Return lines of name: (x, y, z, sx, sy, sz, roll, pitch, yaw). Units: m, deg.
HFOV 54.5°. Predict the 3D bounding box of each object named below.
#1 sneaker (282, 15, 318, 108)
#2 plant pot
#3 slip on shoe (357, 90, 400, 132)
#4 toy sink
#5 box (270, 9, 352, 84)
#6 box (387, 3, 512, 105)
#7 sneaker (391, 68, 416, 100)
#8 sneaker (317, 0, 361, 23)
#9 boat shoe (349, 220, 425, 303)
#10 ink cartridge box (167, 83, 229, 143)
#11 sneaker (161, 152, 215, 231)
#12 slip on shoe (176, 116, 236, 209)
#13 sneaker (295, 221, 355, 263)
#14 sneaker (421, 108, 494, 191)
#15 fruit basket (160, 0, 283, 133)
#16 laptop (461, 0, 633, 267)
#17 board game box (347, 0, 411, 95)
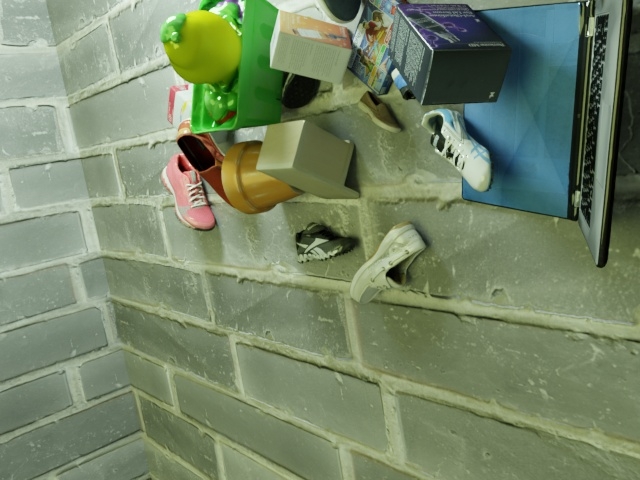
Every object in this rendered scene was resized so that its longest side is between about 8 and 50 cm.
sneaker: (-0.047, -0.453, 1.595, 0.097, 0.084, 0.235, -110, 31, -45)
plant pot: (-0.133, -0.181, 1.703, 0.188, 0.205, 0.205, -4, 100, 36)
slip on shoe: (0.139, -0.296, 1.430, 0.135, 0.051, 0.041, 50, 125, 35)
toy sink: (-0.014, -0.201, 1.563, 0.152, 0.234, 0.131, 6, 78, 51)
box: (-0.025, -0.448, 1.441, 0.130, 0.170, 0.091, -96, 20, -49)
box: (0.230, -0.346, 1.146, 0.207, 0.153, 0.108, -111, 20, -46)
sneaker: (0.210, -0.355, 1.305, 0.152, 0.058, 0.085, -42, 65, 54)
sneaker: (0.064, -0.648, 1.319, 0.148, 0.131, 0.350, 18, 117, 51)
boat shoe: (0.160, 0.079, 1.499, 0.096, 0.098, 0.277, 53, 137, 25)
ink cartridge box: (-0.383, -0.398, 1.967, 0.176, 0.128, 0.127, 45, 134, 32)
sneaker: (-0.456, -0.171, 2.155, 0.314, 0.116, 0.136, 56, 138, 21)
slip on shoe: (-0.327, -0.218, 1.894, 0.123, 0.101, 0.331, -22, 118, 24)
sneaker: (0.000, 0.000, 1.684, 0.234, 0.078, 0.106, -11, 97, 54)
sneaker: (0.268, -0.175, 1.223, 0.237, 0.086, 0.085, -111, 20, -43)
fruit basket: (-0.270, -0.459, 1.568, 0.283, 0.392, 0.392, 7, 108, 50)
laptop: (0.351, -0.203, 1.059, 0.236, 0.408, 0.382, 2, 108, 16)
board game box: (0.133, -0.447, 1.388, 0.136, 0.035, 0.201, 50, 136, 27)
